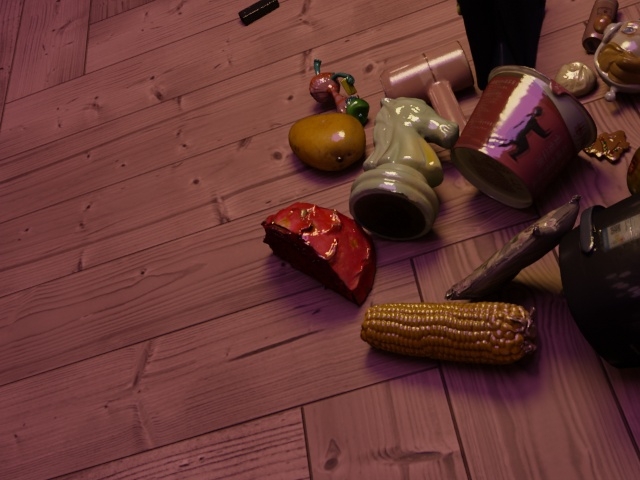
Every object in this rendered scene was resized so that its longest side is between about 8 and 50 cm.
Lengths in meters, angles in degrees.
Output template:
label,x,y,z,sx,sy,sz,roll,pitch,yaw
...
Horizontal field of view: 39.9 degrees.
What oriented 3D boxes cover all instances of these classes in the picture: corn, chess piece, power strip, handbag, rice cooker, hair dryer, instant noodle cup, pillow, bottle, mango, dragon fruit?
label,x,y,z,sx,sy,sz,roll,pitch,yaw
corn,0.210,0.154,1.482,0.305,0.106,0.106,-2,51,28
chess piece,0.169,-0.161,1.717,0.176,0.176,0.298,1,55,25
power strip,-0.165,-0.617,2.360,0.111,0.029,0.038,-30,45,-6
handbag,0.369,-0.516,1.836,0.122,0.329,0.303,-2,51,27
rice cooker,0.504,0.052,1.325,0.224,0.267,0.267,-28,40,33
hair dryer,0.253,-0.258,1.831,0.189,0.106,0.344,-21,52,6
instant noodle cup,0.362,-0.183,1.634,0.235,0.235,0.178,29,76,39
pillow,0.324,0.029,1.468,0.169,0.255,0.059,-25,76,-44
bottle,0.596,-0.462,1.877,0.053,0.053,0.140,7,54,29
mango,0.012,-0.216,1.895,0.137,0.098,0.195,-48,42,-16
dragon fruit,0.000,0.000,1.691,0.189,0.163,0.262,-25,38,-38

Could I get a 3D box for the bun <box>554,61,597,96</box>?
label,x,y,z,sx,sy,sz,roll,pitch,yaw
bun,0.519,-0.334,1.799,0.086,0.055,0.086,-12,48,13

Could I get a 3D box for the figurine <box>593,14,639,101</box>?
label,x,y,z,sx,sy,sz,roll,pitch,yaw
figurine,0.635,-0.396,1.760,0.194,0.133,0.274,13,48,4

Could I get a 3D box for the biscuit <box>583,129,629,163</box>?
label,x,y,z,sx,sy,sz,roll,pitch,yaw
biscuit,0.543,-0.183,1.686,0.092,0.016,0.082,10,57,28

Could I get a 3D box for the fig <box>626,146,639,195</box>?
label,x,y,z,sx,sy,sz,roll,pitch,yaw
fig,0.650,-0.103,1.523,0.236,0.124,0.124,9,52,1

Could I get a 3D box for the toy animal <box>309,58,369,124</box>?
label,x,y,z,sx,sy,sz,roll,pitch,yaw
toy animal,0.038,-0.340,1.985,0.100,0.103,0.208,6,32,-30
